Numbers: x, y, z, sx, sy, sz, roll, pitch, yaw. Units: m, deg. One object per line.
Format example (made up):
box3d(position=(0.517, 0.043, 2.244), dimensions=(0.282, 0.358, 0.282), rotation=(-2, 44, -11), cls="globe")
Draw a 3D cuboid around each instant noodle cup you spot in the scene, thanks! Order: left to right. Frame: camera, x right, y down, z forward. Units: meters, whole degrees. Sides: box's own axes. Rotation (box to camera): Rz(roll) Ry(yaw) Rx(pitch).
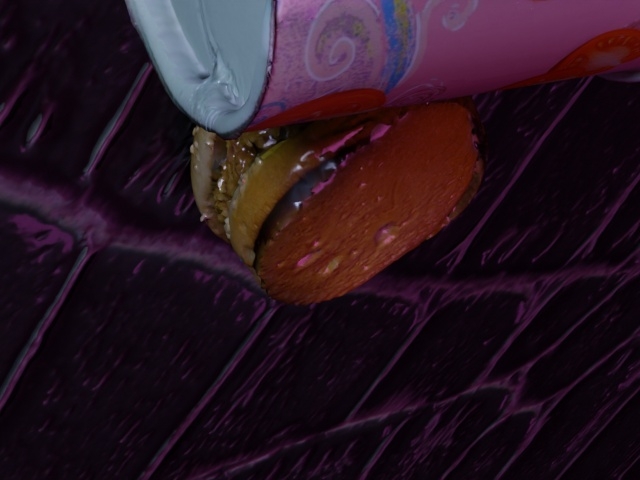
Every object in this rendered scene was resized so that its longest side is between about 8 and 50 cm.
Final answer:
box3d(position=(0.038, -0.167, 0.667), dimensions=(0.231, 0.243, 0.243), rotation=(-16, 146, -23), cls="instant noodle cup")

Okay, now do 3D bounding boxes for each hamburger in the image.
box3d(position=(0.015, -0.054, 0.914), dimensions=(0.191, 0.118, 0.182), rotation=(-21, 151, -22), cls="hamburger")

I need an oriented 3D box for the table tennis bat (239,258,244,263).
box3d(position=(0.000, 0.000, 1.085), dimensions=(0.155, 0.019, 0.100), rotation=(-6, 140, -48), cls="table tennis bat")
